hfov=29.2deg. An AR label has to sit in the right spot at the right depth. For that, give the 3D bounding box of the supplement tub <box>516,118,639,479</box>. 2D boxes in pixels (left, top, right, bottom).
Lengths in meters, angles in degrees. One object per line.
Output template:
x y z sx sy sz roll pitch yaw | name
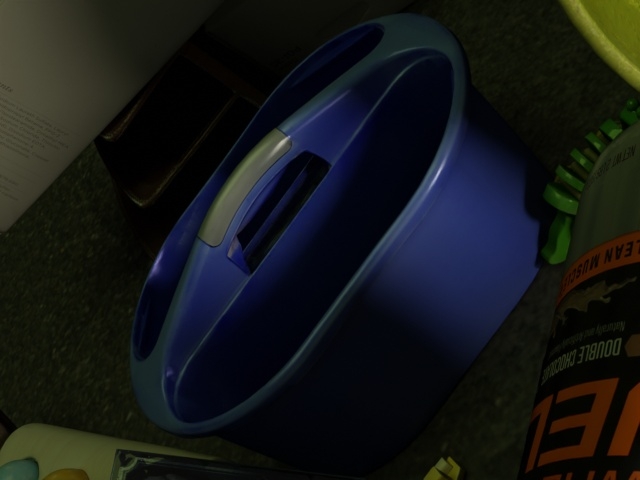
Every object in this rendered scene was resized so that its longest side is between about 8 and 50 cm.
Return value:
0.184 0.123 0.518 0.207 0.207 0.338 -11 53 46 | supplement tub

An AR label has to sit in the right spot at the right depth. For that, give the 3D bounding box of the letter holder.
-0.180 -0.130 1.238 0.214 0.152 0.302 -51 34 10 | letter holder

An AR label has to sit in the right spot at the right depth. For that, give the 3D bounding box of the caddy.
0.000 0.000 0.877 0.341 0.179 0.241 -54 35 2 | caddy

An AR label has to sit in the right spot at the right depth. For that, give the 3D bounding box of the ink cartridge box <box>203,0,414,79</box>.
-0.011 -0.330 1.184 0.207 0.117 0.283 -30 52 33 | ink cartridge box

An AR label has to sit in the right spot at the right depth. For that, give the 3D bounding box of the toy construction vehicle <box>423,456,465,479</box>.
0.074 0.179 0.760 0.086 0.035 0.098 -50 34 7 | toy construction vehicle

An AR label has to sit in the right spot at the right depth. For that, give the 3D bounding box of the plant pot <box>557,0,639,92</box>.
0.282 -0.294 0.669 0.366 0.366 0.353 -35 27 28 | plant pot

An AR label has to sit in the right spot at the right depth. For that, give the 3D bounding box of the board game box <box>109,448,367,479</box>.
-0.066 0.258 0.744 0.165 0.042 0.243 5 70 9 | board game box

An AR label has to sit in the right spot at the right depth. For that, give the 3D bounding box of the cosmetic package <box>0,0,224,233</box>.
-0.237 -0.215 1.107 0.385 0.156 0.217 -38 39 28 | cosmetic package

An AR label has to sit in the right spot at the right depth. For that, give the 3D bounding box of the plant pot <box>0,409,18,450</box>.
-0.365 0.241 1.090 0.229 0.263 0.263 -43 32 -12 | plant pot

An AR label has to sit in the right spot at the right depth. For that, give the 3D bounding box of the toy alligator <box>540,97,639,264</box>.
0.201 -0.065 0.796 0.190 0.051 0.056 -48 35 11 | toy alligator

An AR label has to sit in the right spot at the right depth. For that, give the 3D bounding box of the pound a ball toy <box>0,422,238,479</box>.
-0.157 0.249 0.897 0.319 0.135 0.208 -2 60 51 | pound a ball toy
